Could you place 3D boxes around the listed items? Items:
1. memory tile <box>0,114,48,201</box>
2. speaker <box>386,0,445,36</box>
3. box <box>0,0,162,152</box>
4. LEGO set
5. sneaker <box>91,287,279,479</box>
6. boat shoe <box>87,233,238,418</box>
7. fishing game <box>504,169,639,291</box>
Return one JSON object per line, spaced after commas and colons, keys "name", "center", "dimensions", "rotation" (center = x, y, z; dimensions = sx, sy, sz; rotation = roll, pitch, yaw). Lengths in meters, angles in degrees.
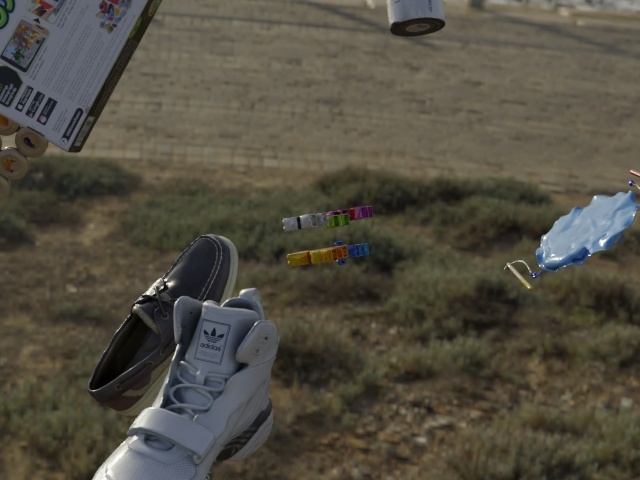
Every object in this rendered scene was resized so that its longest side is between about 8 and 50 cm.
{"name": "memory tile", "center": [-0.355, -0.119, 1.237], "dimensions": [0.113, 0.148, 0.012], "rotation": [40, 21, -9]}
{"name": "speaker", "center": [0.085, -0.268, 1.088], "dimensions": [0.055, 0.136, 0.055], "rotation": [-6, -8, -1]}
{"name": "box", "center": [-0.182, -0.182, 0.838], "dimensions": [0.114, 0.207, 0.036], "rotation": [30, 4, 1]}
{"name": "LEGO set", "center": [0.000, 0.000, 1.771], "dimensions": [0.093, 0.087, 0.227], "rotation": [-9, 0, 26]}
{"name": "sneaker", "center": [-0.159, 0.190, 1.345], "dimensions": [0.137, 0.210, 0.366], "rotation": [15, 21, 20]}
{"name": "boat shoe", "center": [-0.216, 0.112, 1.555], "dimensions": [0.103, 0.285, 0.092], "rotation": [36, 3, 39]}
{"name": "fishing game", "center": [0.412, -0.009, 1.735], "dimensions": [0.264, 0.041, 0.189], "rotation": [-38, 16, 0]}
